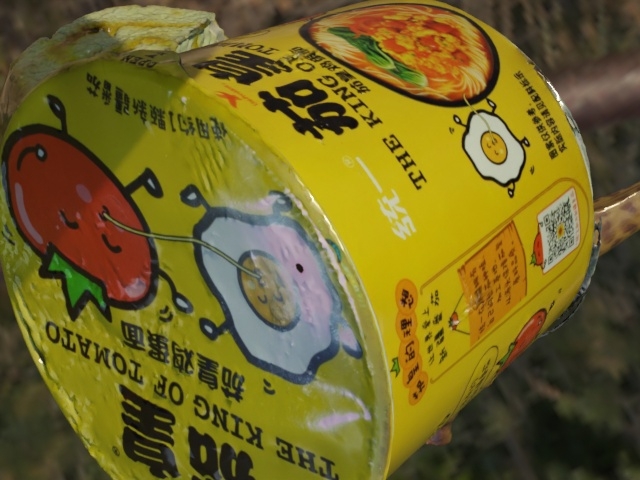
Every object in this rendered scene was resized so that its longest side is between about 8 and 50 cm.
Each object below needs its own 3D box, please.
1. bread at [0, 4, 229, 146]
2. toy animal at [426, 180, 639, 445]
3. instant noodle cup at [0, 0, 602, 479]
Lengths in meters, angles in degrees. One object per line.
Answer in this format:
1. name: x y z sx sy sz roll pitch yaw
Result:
1. bread: -0.117 -0.055 0.972 0.110 0.156 0.103 10 127 14
2. toy animal: 0.114 0.020 0.989 0.275 0.054 0.149 -45 149 23
3. instant noodle cup: 0.000 0.000 0.668 0.144 0.182 0.182 -30 156 -39
